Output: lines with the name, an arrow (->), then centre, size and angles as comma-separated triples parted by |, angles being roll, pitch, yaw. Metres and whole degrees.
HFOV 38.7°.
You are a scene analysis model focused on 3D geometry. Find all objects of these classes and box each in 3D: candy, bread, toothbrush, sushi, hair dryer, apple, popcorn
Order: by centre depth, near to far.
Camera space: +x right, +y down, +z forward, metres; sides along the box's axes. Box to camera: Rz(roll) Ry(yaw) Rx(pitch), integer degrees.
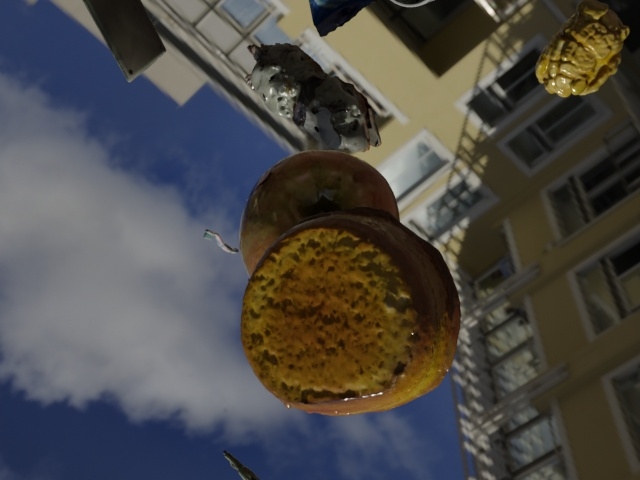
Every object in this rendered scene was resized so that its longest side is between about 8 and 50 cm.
bread -> 0.035, 0.099, 1.252 | 0.312, 0.312, 0.172 | 57, -164, 12
hair dryer -> -0.102, 0.440, 1.630 | 0.067, 0.167, 0.199 | -35, -102, -24
popcorn -> 0.513, -0.369, 1.751 | 0.140, 0.194, 0.163 | 41, 161, 1
candy -> 0.020, -0.572, 1.780 | 0.077, 0.187, 0.331 | 47, 167, 47
sushi -> -0.018, -0.290, 1.860 | 0.332, 0.124, 0.130 | 40, -132, 24
apple -> 0.000, 0.000, 2.121 | 0.346, 0.391, 0.391 | 89, 157, -64
toothbrush -> -0.240, 0.006, 2.214 | 0.021, 0.027, 0.269 | 35, 177, 14

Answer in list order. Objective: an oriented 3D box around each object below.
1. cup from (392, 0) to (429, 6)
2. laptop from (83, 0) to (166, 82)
cup -> 0.230, -0.550, 1.680 | 0.202, 0.221, 0.167 | -26, -111, -44
laptop -> -0.492, -0.551, 2.271 | 0.269, 0.015, 0.188 | 64, -143, -26
